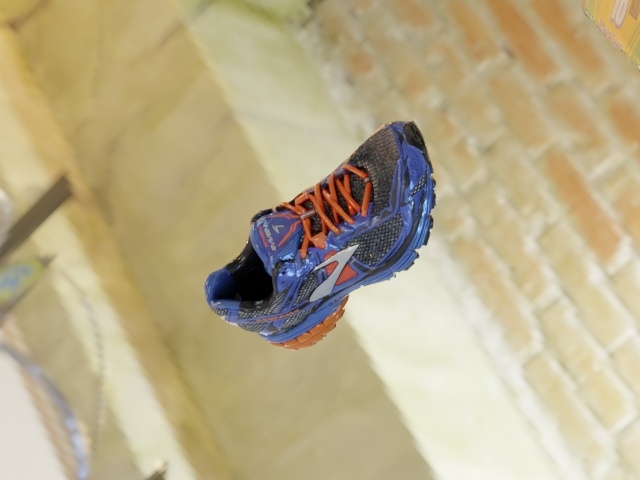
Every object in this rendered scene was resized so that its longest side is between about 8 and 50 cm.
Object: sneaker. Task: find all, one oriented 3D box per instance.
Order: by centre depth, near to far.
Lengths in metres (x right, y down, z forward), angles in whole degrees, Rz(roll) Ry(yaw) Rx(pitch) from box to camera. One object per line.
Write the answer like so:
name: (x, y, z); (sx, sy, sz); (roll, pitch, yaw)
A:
sneaker: (0.000, 0.000, 1.331); (0.087, 0.221, 0.083); (9, -134, -35)

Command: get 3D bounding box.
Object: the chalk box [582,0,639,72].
chalk box: (0.290, -0.234, 1.177); (0.180, 0.289, 0.179); (9, -160, -10)
